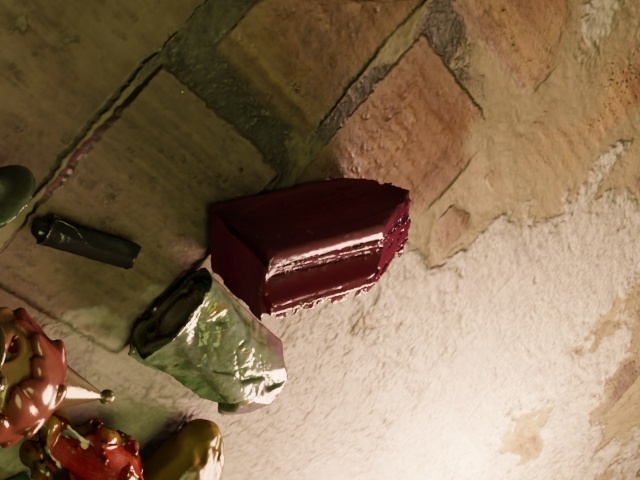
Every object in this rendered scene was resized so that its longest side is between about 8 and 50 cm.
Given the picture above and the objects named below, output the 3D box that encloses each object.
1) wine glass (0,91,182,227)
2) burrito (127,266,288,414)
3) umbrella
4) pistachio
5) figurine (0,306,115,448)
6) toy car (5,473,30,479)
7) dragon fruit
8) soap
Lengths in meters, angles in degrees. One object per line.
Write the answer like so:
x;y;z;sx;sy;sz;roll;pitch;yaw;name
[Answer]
-0.317;-0.187;0.959;0.264;0.096;0.309;-37;133;-8;wine glass
-0.126;0.143;1.328;0.144;0.089;0.229;-45;132;2;burrito
-0.260;0.002;1.174;0.133;0.031;0.036;19;79;-42;umbrella
-0.196;0.320;1.379;0.189;0.100;0.110;-39;129;-12;pistachio
-0.364;0.130;1.082;0.387;0.166;0.207;39;71;-42;figurine
-0.468;0.444;1.217;0.358;0.176;0.213;-24;129;-17;toy car
-0.287;0.277;1.268;0.133;0.150;0.208;-15;128;12;dragon fruit
0.000;0.000;1.279;0.250;0.162;0.099;-14;120;-31;soap
